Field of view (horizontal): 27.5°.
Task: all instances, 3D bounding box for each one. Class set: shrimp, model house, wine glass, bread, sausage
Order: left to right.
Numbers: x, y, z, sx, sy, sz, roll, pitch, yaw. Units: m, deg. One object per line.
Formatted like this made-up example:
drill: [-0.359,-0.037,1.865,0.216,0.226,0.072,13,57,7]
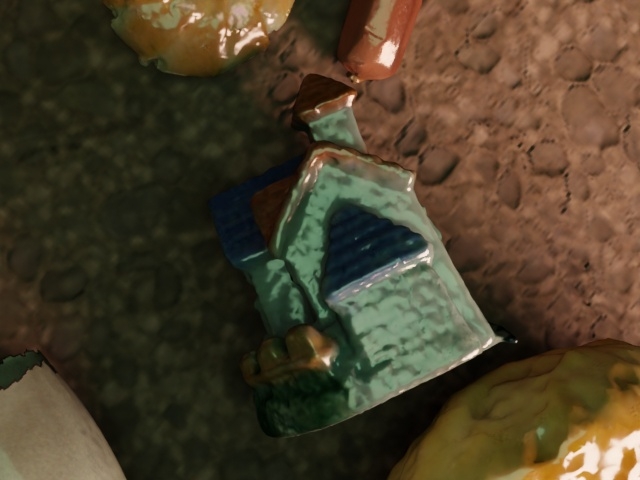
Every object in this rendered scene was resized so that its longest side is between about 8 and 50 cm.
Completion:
wine glass: [-0.089,0.219,0.536,0.096,0.264,0.310,-26,102,3]
shrimp: [-0.061,-0.165,0.600,0.099,0.041,0.180,-11,99,-10]
model house: [0.000,0.000,0.593,0.119,0.148,0.149,-23,88,-2]
sausage: [0.041,-0.145,0.626,0.030,0.035,0.147,15,94,-33]
bread: [0.127,0.160,0.636,0.244,0.134,0.245,-2,98,-13]
